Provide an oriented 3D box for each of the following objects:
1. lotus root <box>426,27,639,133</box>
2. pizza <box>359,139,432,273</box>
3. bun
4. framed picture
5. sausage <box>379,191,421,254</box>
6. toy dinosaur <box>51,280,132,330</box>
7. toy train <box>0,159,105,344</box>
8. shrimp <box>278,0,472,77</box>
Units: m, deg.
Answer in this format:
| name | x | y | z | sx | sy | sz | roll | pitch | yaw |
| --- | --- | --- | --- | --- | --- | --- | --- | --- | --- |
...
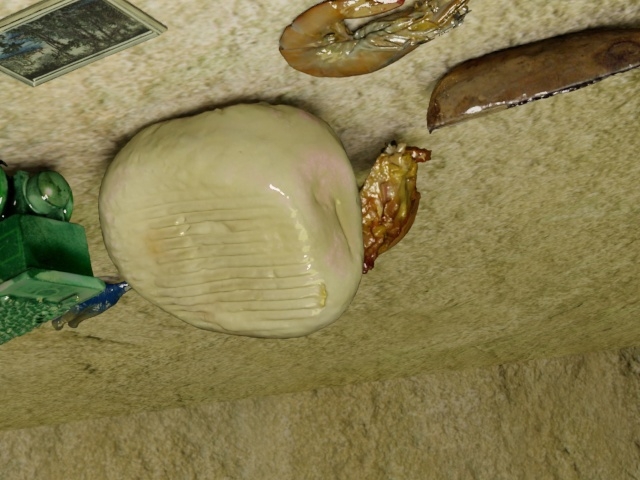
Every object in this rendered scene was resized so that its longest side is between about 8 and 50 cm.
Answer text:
| name | x | y | z | sx | sy | sz | roll | pitch | yaw |
| --- | --- | --- | --- | --- | --- | --- | --- | --- | --- |
| lotus root | 0.285 | -0.217 | 1.566 | 0.329 | 0.078 | 0.167 | -17 | -174 | 10 |
| pizza | 0.086 | -0.045 | 1.750 | 0.289 | 0.081 | 0.228 | -52 | 168 | -50 |
| bun | -0.099 | -0.032 | 1.612 | 0.361 | 0.361 | 0.213 | -24 | -159 | 35 |
| framed picture | -0.272 | -0.210 | 1.301 | 0.183 | 0.011 | 0.142 | -19 | 162 | 20 |
| sausage | 0.001 | 0.004 | 2.017 | 0.354 | 0.116 | 0.134 | -21 | 140 | 16 |
| toy dinosaur | -0.392 | 0.081 | 2.114 | 0.188 | 0.075 | 0.248 | -33 | 149 | 29 |
| toy train | -0.414 | 0.014 | 1.601 | 0.266 | 0.202 | 0.145 | -26 | 157 | 31 |
| shrimp | 0.058 | -0.242 | 1.387 | 0.236 | 0.053 | 0.133 | -16 | 143 | 27 |
